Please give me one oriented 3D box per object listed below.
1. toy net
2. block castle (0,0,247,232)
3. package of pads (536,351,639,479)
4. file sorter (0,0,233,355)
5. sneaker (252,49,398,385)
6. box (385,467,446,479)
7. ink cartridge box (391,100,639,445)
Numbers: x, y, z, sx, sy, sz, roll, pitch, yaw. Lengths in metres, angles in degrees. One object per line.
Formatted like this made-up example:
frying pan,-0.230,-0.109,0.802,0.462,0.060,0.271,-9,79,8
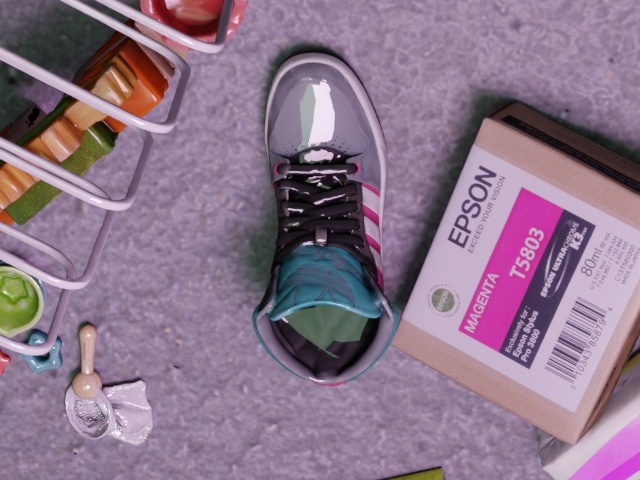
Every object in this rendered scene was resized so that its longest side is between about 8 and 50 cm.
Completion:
toy net,-0.253,0.122,1.653,0.122,0.045,0.232,-35,107,15
block castle,-0.301,-0.164,1.446,0.453,0.213,0.303,-39,106,16
package of pads,0.383,0.182,1.623,0.296,0.101,0.229,-40,105,17
file sorter,-0.202,-0.086,1.260,0.173,0.193,0.278,28,110,-10
sneaker,0.000,0.000,1.520,0.123,0.178,0.296,-6,112,5
box,0.034,0.274,1.670,0.178,0.109,0.042,-14,113,8
ink cartridge box,0.193,0.028,1.539,0.193,0.088,0.235,27,113,16
